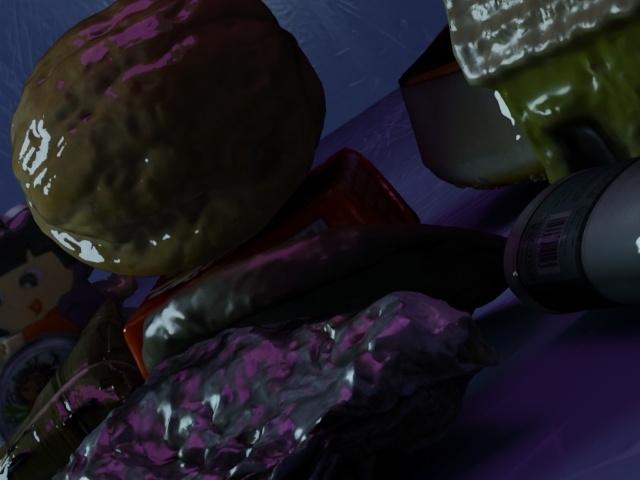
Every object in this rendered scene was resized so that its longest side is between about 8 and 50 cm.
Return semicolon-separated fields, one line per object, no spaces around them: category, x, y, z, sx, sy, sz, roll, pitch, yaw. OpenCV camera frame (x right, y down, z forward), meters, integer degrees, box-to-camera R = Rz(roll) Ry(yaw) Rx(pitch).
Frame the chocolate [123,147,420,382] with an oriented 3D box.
chocolate;-0.036;0.033;1.308;0.237;0.108;0.235;-32;9;12

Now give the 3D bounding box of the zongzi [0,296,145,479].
zongzi;-0.225;0.146;1.292;0.189;0.081;0.178;-34;39;5

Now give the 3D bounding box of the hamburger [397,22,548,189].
hamburger;0.188;-0.130;1.207;0.227;0.151;0.295;-43;17;-19

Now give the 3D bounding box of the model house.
model house;0.193;-0.149;0.934;0.175;0.234;0.193;-40;11;-36

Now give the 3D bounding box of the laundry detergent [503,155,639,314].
laundry detergent;0.175;-0.010;0.756;0.099;0.070;0.226;-31;4;-20

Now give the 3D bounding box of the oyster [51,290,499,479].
oyster;-0.041;0.109;0.808;0.268;0.112;0.198;-32;7;-1

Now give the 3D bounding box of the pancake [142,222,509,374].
pancake;0.006;0.034;0.932;0.242;0.050;0.242;-13;-15;-3

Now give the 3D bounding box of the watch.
watch;-0.265;0.089;1.437;0.196;0.244;0.231;-38;15;-16

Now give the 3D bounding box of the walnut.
walnut;-0.124;-0.085;1.251;0.257;0.257;0.224;-34;-24;10
